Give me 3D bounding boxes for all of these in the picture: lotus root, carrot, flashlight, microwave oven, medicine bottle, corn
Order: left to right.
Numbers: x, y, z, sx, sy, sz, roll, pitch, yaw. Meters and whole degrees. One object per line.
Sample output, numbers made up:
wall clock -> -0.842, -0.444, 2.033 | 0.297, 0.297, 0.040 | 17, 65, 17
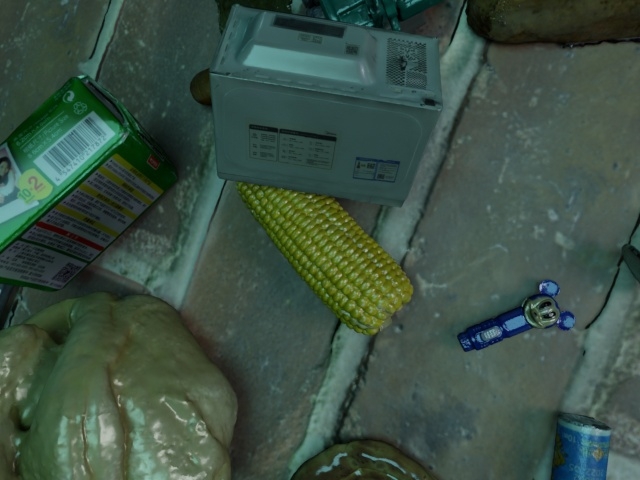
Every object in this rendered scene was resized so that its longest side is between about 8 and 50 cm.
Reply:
carrot -> -0.087, -0.201, 0.622 | 0.191, 0.047, 0.047 | -2, 85, 35
corn -> 0.000, 0.000, 0.583 | 0.093, 0.093, 0.244 | -46, 76, 8
microwave oven -> 0.004, -0.138, 0.522 | 0.208, 0.162, 0.123 | 9, 54, -2
flashlight -> 0.207, 0.089, 0.548 | 0.121, 0.035, 0.057 | -25, 80, 12
medicine bottle -> 0.256, 0.276, 0.512 | 0.051, 0.051, 0.191 | 6, 86, 16
lotus root -> 0.321, -0.296, 0.528 | 0.329, 0.078, 0.167 | -3, 86, 15

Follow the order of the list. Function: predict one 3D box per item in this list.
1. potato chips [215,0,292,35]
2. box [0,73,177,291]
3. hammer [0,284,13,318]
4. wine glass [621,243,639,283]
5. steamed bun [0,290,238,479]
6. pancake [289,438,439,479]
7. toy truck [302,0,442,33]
potato chips -> -0.084, -0.284, 0.636 | 0.142, 0.026, 0.209 | -15, 92, 44
box -> -0.309, -0.056, 0.611 | 0.250, 0.180, 0.103 | -44, 77, -6
hammer -> -0.414, -0.011, 0.726 | 0.152, 0.044, 0.427 | 24, 91, 17
wine glass -> 0.384, -0.007, 0.491 | 0.155, 0.073, 0.073 | -28, 79, 14
steamed bun -> -0.263, 0.250, 0.570 | 0.324, 0.230, 0.373 | 21, 89, 13
pancake -> 0.056, 0.358, 0.570 | 0.250, 0.031, 0.250 | -1, 86, 15
toy truck -> 0.024, -0.379, 0.567 | 0.176, 0.178, 0.364 | -23, 77, 12
